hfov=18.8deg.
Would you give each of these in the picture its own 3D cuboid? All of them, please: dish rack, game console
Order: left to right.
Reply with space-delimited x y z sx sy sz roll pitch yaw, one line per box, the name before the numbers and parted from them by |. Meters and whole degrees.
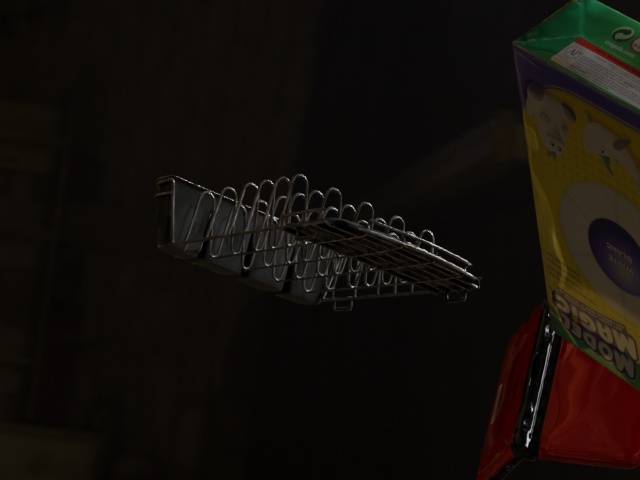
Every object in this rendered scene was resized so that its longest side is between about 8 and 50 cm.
dish rack | 0.000 0.000 1.676 0.271 0.208 0.074 -6 -111 50
game console | 0.185 0.117 1.420 0.124 0.085 0.144 122 -12 -54

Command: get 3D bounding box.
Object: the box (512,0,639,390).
box | 0.130 0.003 0.741 0.105 0.043 0.179 36 -27 41
